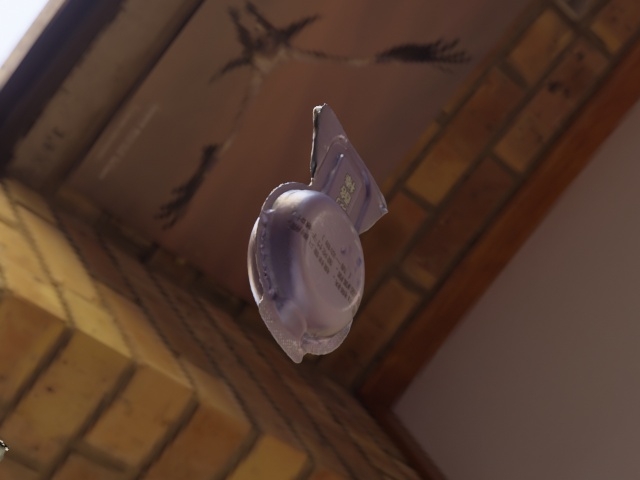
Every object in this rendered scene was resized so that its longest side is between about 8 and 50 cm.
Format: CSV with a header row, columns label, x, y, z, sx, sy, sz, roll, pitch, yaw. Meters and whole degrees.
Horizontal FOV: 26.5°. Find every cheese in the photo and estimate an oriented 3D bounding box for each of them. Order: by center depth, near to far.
label,x,y,z,sx,sy,sz,roll,pitch,yaw
cheese,0.000,0.000,0.865,0.042,0.105,0.191,-16,-150,31

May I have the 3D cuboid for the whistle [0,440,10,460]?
label,x,y,z,sx,sy,sz,roll,pitch,yaw
whistle,-0.356,0.276,1.057,0.312,0.062,0.062,-56,-147,-11
